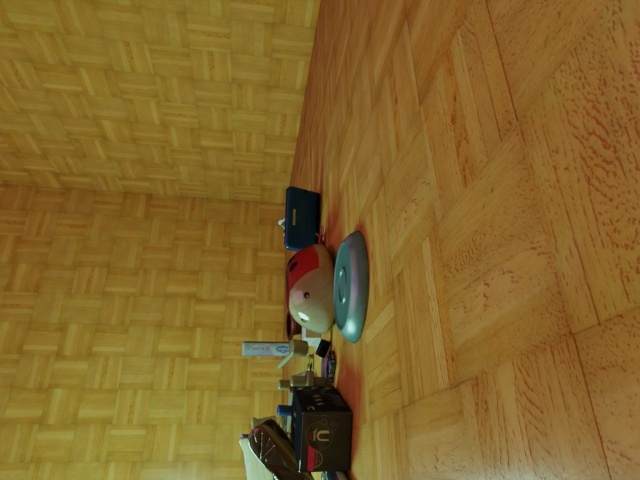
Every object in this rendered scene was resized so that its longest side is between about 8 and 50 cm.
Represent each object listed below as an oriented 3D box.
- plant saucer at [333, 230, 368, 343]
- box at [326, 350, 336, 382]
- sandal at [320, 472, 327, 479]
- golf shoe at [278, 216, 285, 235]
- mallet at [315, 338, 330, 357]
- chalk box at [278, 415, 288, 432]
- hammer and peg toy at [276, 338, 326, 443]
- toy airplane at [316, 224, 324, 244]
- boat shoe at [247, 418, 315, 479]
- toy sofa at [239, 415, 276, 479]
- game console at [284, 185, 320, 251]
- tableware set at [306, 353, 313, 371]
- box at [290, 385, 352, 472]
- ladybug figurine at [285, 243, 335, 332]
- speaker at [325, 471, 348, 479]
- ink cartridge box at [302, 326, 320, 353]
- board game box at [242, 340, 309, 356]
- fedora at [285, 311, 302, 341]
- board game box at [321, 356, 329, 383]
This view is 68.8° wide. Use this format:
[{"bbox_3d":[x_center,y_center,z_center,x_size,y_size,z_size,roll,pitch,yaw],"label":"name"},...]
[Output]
[{"bbox_3d":[0.078,0.129,1.322,0.317,0.043,0.318,-177,90,-82],"label":"plant saucer"},{"bbox_3d":[0.036,0.425,1.577,0.067,0.018,0.083,-103,18,-64],"label":"box"},{"bbox_3d":[0.017,0.774,1.453,0.180,0.049,0.072,160,113,-77],"label":"sandal"},{"bbox_3d":[-0.116,-0.035,2.322,0.273,0.120,0.105,70,-159,-48],"label":"golf shoe"},{"bbox_3d":[0.003,0.402,1.730,0.190,0.039,0.062,109,-174,-75],"label":"mallet"},{"bbox_3d":[-0.114,0.860,2.053,0.213,0.132,0.132,-106,20,-67],"label":"chalk box"},{"bbox_3d":[-0.072,0.551,1.672,0.266,0.127,0.361,131,144,-61],"label":"hammer and peg toy"},{"bbox_3d":[0.000,0.000,1.964,0.151,0.028,0.151,-175,90,-82],"label":"toy airplane"},{"bbox_3d":[-0.080,0.700,1.434,0.123,0.342,0.123,-48,-15,18],"label":"boat shoe"},{"bbox_3d":[-0.268,1.022,2.172,0.150,0.177,0.362,-149,51,-81],"label":"toy sofa"},{"bbox_3d":[-0.090,-0.072,2.164,0.173,0.250,0.293,-19,66,52],"label":"game console"},{"bbox_3d":[-0.047,0.581,2.094,0.104,0.024,0.154,-99,13,-69],"label":"tableware set"},{"bbox_3d":[-0.005,0.544,1.378,0.270,0.143,0.165,163,110,-81],"label":"box"},{"bbox_3d":[-0.043,0.169,1.729,0.449,0.162,0.305,-114,28,-73],"label":"ladybug figurine"},{"bbox_3d":[0.051,0.657,1.259,0.136,0.055,0.055,161,112,-82],"label":"speaker"},{"bbox_3d":[-0.040,0.369,1.959,0.115,0.067,0.198,108,163,-59],"label":"ink cartridge box"},{"bbox_3d":[-0.233,0.547,2.364,0.318,0.318,0.066,126,146,-77],"label":"board game box"},{"bbox_3d":[-0.141,0.468,2.584,0.194,0.079,0.194,-177,90,-76],"label":"fedora"},{"bbox_3d":[0.019,0.464,1.671,0.090,0.020,0.090,127,146,-75],"label":"board game box"}]
